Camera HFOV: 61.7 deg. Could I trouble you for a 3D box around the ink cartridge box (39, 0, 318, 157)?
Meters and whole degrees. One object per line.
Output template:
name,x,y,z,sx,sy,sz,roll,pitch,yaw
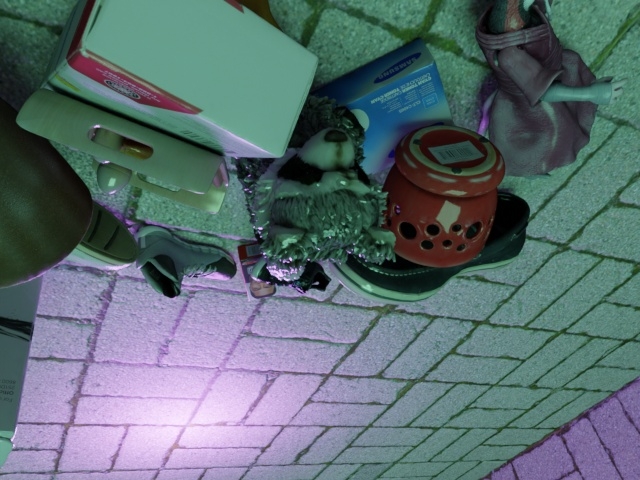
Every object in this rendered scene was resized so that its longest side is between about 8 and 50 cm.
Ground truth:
ink cartridge box,-0.184,-0.198,0.641,0.226,0.306,0.131,23,86,-35

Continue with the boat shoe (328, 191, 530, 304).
boat shoe,0.226,-0.007,1.020,0.501,0.187,0.155,-10,134,-36

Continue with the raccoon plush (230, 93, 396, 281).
raccoon plush,0.000,0.000,0.804,0.216,0.299,0.446,-14,140,-2

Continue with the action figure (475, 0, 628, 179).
action figure,0.314,-0.277,0.831,0.276,0.248,0.370,-8,148,35

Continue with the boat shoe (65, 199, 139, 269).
boat shoe,-0.462,-0.025,0.908,0.302,0.113,0.103,32,123,-28

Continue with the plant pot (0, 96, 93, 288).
plant pot,-0.423,-0.090,0.641,0.216,0.215,0.230,-10,145,-6

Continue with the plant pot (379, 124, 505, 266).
plant pot,0.193,-0.081,0.869,0.191,0.191,0.174,-6,134,-10

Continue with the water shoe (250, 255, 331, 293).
water shoe,-0.052,0.068,1.104,0.203,0.080,0.072,3,121,-52

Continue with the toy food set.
toy food set,-0.248,-0.096,0.743,0.220,0.306,0.092,20,87,-7

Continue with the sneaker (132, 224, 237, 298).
sneaker,-0.261,0.067,1.042,0.229,0.132,0.086,24,126,-35

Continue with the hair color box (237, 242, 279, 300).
hair color box,-0.131,0.066,1.147,0.072,0.043,0.141,-11,139,-6

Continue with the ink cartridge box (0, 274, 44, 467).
ink cartridge box,-0.588,0.194,0.887,0.166,0.394,0.285,16,130,-31

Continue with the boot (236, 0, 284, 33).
boot,-0.086,-0.351,0.652,0.295,0.104,0.211,27,124,-33

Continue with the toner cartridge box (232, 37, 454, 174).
toner cartridge box,0.039,-0.178,0.902,0.348,0.075,0.165,-25,140,11
